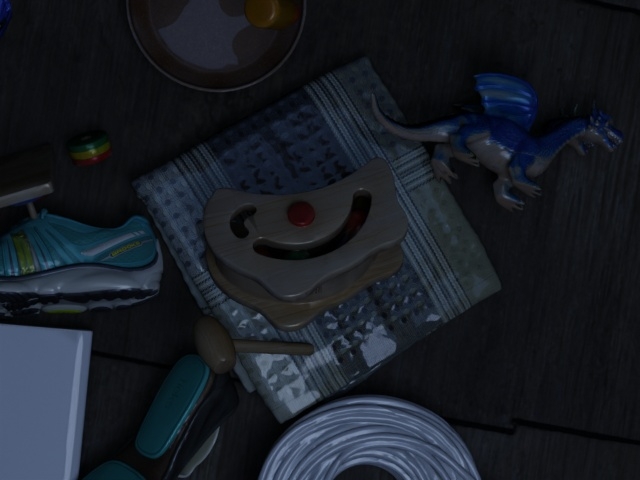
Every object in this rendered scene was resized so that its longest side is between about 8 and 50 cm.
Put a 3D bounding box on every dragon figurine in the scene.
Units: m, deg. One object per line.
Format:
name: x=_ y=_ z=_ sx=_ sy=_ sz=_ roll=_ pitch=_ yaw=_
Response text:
dragon figurine: x=0.190 y=-0.129 z=1.436 sx=0.289 sy=0.085 sz=0.144 roll=22 pitch=65 yaw=-7

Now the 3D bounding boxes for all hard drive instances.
hard drive: x=-0.367 y=0.247 z=1.397 sx=0.210 sy=0.040 sz=0.318 roll=6 pitch=89 yaw=-7

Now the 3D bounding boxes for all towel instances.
towel: x=0.000 y=0.000 z=1.447 sx=0.312 sy=0.056 sz=0.324 roll=-30 pitch=91 yaw=-9

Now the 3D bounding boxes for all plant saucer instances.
plant saucer: x=-0.116 y=-0.262 z=1.436 sx=0.199 sy=0.036 sz=0.198 roll=0 pitch=89 yaw=-8

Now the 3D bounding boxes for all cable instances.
cable: x=0.053 y=0.295 z=1.424 sx=0.257 sy=0.089 sz=0.257 roll=-34 pitch=93 yaw=-5

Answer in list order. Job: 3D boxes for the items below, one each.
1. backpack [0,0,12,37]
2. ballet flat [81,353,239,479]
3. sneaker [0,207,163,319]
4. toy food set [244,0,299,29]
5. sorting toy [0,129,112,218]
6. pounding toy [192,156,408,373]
backpack: x=-0.392 y=-0.231 z=1.372 sx=0.101 sy=0.098 sz=0.120 roll=34 pitch=85 yaw=-9
ballet flat: x=-0.180 y=0.252 z=1.387 sx=0.280 sy=0.095 sz=0.096 roll=-50 pitch=135 yaw=-11
sneaker: x=-0.310 y=0.023 z=1.393 sx=0.275 sy=0.107 sz=0.109 roll=-2 pitch=70 yaw=-12
toy food set: x=-0.126 y=-0.308 z=1.386 sx=0.232 sy=0.104 sz=0.111 roll=22 pitch=101 yaw=12
sorting toy: x=-0.350 y=-0.042 z=1.363 sx=0.275 sy=0.132 sz=0.046 roll=-17 pitch=114 yaw=-5
pounding toy: x=-0.037 y=0.024 z=1.378 sx=0.270 sy=0.154 sz=0.154 roll=-29 pitch=63 yaw=-18
